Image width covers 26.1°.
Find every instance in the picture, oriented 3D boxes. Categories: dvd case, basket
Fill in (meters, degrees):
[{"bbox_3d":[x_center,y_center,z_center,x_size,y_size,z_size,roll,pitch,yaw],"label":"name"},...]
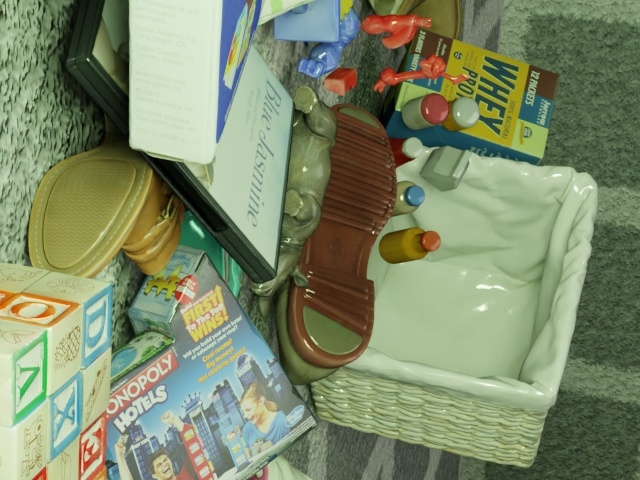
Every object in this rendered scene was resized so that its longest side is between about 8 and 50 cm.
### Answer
[{"bbox_3d":[-0.089,-0.109,0.984,0.253,0.022,0.180,52,32,-44],"label":"dvd case"},{"bbox_3d":[0.170,0.084,1.802,0.266,0.331,0.328,80,24,-59],"label":"basket"}]

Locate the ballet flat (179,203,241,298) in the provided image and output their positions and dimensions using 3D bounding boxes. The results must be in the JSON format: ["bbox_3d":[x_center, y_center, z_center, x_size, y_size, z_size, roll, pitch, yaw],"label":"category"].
[{"bbox_3d":[-0.101,-0.042,1.156,0.087,0.083,0.247,-126,-139,-74],"label":"ballet flat"}]

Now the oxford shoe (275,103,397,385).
[{"bbox_3d":[0.000,0.000,1.576,0.130,0.123,0.348,-47,-154,54],"label":"oxford shoe"}]

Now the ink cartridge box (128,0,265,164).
[{"bbox_3d":[-0.056,-0.259,0.853,0.304,0.072,0.307,-76,174,-45],"label":"ink cartridge box"}]

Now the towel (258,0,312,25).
[{"bbox_3d":[0.013,-0.321,1.151,0.324,0.038,0.248,-28,136,-32],"label":"towel"}]

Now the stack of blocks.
[{"bbox_3d":[-0.202,0.182,0.826,0.171,0.087,0.297,-47,144,-67],"label":"stack of blocks"}]

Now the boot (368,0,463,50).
[{"bbox_3d":[0.122,-0.327,1.865,0.269,0.089,0.236,-45,139,-63],"label":"boot"}]

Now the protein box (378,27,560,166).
[{"bbox_3d":[0.187,-0.153,1.867,0.200,0.201,0.136,115,-8,-63],"label":"protein box"}]

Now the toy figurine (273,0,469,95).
[{"bbox_3d":[0.031,-0.281,1.302,0.217,0.191,0.363,-49,145,-57],"label":"toy figurine"}]

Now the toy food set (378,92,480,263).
[{"bbox_3d":[0.130,-0.092,1.662,0.232,0.111,0.104,-60,-161,-18],"label":"toy food set"}]

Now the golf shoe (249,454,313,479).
[{"bbox_3d":[-0.037,0.345,1.344,0.140,0.115,0.306,29,47,-46],"label":"golf shoe"}]

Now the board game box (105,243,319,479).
[{"bbox_3d":[-0.113,0.111,1.081,0.194,0.060,0.194,-34,117,-33],"label":"board game box"}]

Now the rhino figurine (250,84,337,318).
[{"bbox_3d":[-0.033,-0.037,1.419,0.106,0.073,0.243,-4,105,-73],"label":"rhino figurine"}]

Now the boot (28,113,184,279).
[{"bbox_3d":[-0.140,-0.016,0.994,0.152,0.072,0.197,86,20,-55],"label":"boot"}]
